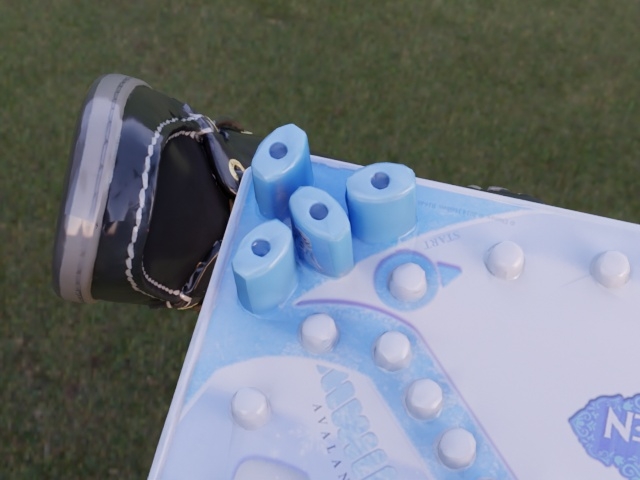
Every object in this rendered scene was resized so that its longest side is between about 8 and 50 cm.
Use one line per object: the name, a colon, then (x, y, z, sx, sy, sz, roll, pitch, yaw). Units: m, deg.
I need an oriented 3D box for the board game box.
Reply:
board game box: (0.112, 0.165, 0.422, 0.390, 0.050, 0.389, 13, 66, 7)

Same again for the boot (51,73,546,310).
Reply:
boot: (0.000, 0.000, 0.798, 0.284, 0.138, 0.377, 12, -4, 4)
